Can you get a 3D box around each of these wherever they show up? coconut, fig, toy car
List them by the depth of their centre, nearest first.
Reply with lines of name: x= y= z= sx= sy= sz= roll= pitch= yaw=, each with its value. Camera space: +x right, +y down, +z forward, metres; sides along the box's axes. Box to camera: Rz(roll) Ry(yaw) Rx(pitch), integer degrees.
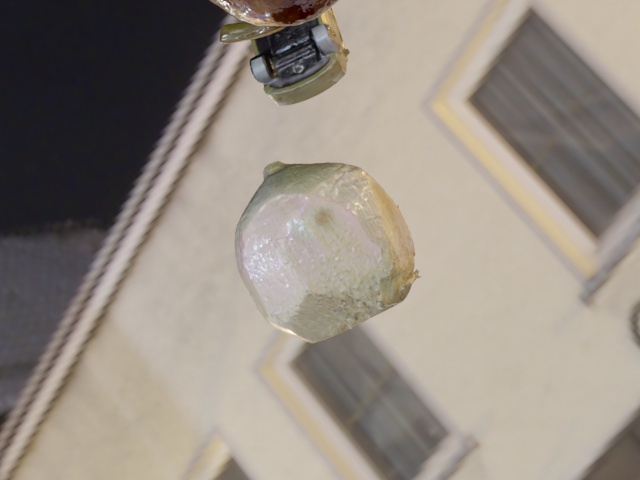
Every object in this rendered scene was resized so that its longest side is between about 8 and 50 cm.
fig: x=-0.038 y=-0.262 z=1.668 sx=0.175 sy=0.175 sz=0.207 roll=-35 pitch=-38 yaw=-11
coconut: x=-0.002 y=0.001 z=1.841 sx=0.194 sy=0.194 sz=0.194 roll=-33 pitch=-25 yaw=-17
toy car: x=-0.030 y=-0.251 z=2.050 sx=0.101 sy=0.257 sz=0.124 roll=-25 pitch=-36 yaw=12
